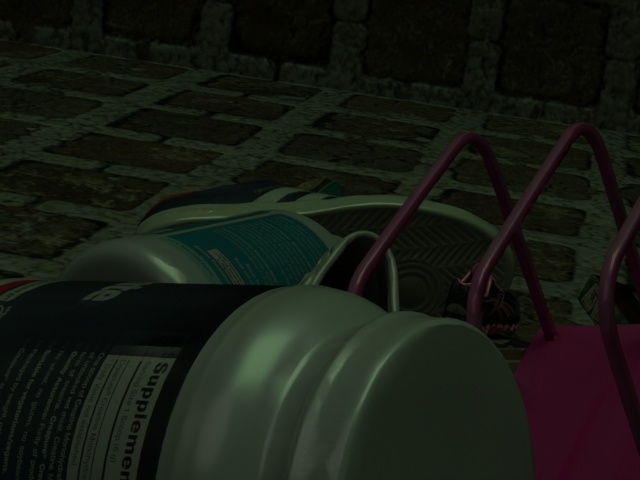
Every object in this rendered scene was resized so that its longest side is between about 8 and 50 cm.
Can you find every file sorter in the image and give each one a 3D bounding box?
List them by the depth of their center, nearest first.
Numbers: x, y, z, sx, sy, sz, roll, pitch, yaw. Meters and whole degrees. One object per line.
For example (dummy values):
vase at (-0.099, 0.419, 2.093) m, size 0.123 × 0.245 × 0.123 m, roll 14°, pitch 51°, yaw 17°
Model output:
file sorter at (0.188, 0.047, 0.787) m, size 0.291 × 0.182 × 0.202 m, roll -3°, pitch 34°, yaw 33°

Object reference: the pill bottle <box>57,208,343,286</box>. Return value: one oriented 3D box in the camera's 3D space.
pill bottle at (-0.066, 0.056, 1.167) m, size 0.146 × 0.146 × 0.264 m, roll 16°, pitch 16°, yaw 31°

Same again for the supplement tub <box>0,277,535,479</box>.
supplement tub at (-0.060, 0.114, 0.729) m, size 0.272 × 0.191 × 0.191 m, roll 1°, pitch 7°, yaw 34°

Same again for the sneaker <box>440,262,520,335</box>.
sneaker at (0.129, 0.045, 1.243) m, size 0.047 × 0.057 × 0.119 m, roll 12°, pitch 11°, yaw 24°

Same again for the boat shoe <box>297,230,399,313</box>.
boat shoe at (0.004, 0.093, 0.992) m, size 0.096 × 0.088 × 0.267 m, roll 26°, pitch 37°, yaw -2°

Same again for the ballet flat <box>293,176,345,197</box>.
ballet flat at (-0.031, -0.022, 1.724) m, size 0.067 × 0.073 × 0.206 m, roll -17°, pitch 2°, yaw 21°

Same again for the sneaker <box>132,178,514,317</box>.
sneaker at (0.000, 0.000, 1.464) m, size 0.350 × 0.131 × 0.148 m, roll 5°, pitch 18°, yaw -7°

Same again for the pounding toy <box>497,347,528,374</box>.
pounding toy at (0.153, 0.123, 1.040) m, size 0.181 × 0.094 × 0.206 m, roll 1°, pitch 0°, yaw -20°

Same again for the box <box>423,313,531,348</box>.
box at (0.163, 0.120, 1.203) m, size 0.244 × 0.060 × 0.100 m, roll 14°, pitch 15°, yaw 25°

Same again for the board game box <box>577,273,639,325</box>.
board game box at (0.285, 0.119, 1.119) m, size 0.136 × 0.030 × 0.259 m, roll 22°, pitch 23°, yaw -25°
